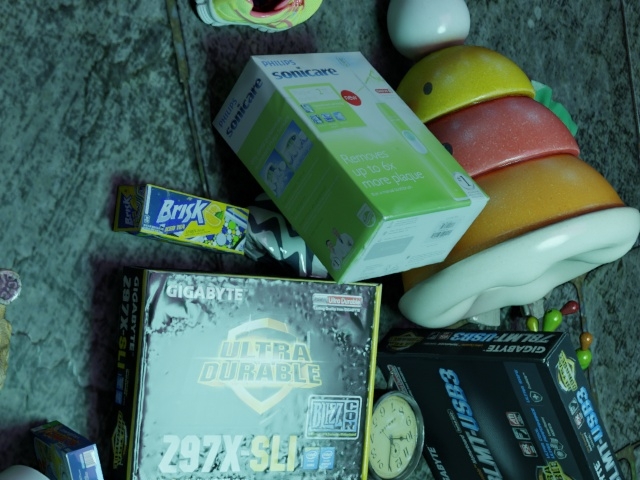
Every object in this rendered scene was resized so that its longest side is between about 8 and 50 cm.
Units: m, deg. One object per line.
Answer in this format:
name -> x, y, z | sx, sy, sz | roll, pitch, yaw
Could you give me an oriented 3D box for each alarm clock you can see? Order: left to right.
alarm clock -> 0.089, 0.288, 1.937 | 0.129, 0.064, 0.192 | -34, 111, -42

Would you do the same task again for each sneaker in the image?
sneaker -> -0.057, -0.306, 1.769 | 0.208, 0.094, 0.081 | -19, 101, -47
sneaker -> 0.000, 0.000, 1.823 | 0.235, 0.094, 0.153 | 43, 68, -26

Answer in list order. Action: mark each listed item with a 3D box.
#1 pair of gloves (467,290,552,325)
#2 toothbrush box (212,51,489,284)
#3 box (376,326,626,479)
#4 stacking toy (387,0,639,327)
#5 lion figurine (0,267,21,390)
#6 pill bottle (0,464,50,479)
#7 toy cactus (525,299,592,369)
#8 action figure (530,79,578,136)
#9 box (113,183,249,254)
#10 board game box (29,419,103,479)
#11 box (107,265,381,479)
pair of gloves -> 0.286, 0.029, 2.171 | 0.240, 0.042, 0.204 | 0, 86, -49
toothbrush box -> 0.036, -0.098, 1.735 | 0.206, 0.122, 0.283 | -10, 52, -46
box -> 0.252, 0.255, 1.946 | 0.073, 0.293, 0.295 | -46, 122, -39
stacking toy -> 0.202, -0.146, 1.952 | 0.351, 0.351, 0.479 | -8, 72, -47
lion figurine -> -0.426, 0.016, 1.316 | 0.142, 0.240, 0.392 | -46, 107, -25
pill bottle -> -0.373, 0.351, 1.370 | 0.283, 0.160, 0.160 | -34, 114, -41
toy cactus -> 0.338, 0.203, 2.187 | 0.180, 0.112, 0.219 | -21, 133, -21
action figure -> 0.346, -0.120, 2.198 | 0.137, 0.063, 0.232 | 35, 53, -32
box -> -0.165, -0.024, 1.677 | 0.169, 0.054, 0.059 | 14, 80, -47
board game box -> -0.259, 0.305, 1.510 | 0.035, 0.136, 0.201 | -16, 101, -26
box -> -0.087, 0.167, 1.674 | 0.322, 0.079, 0.257 | 5, 91, -31
